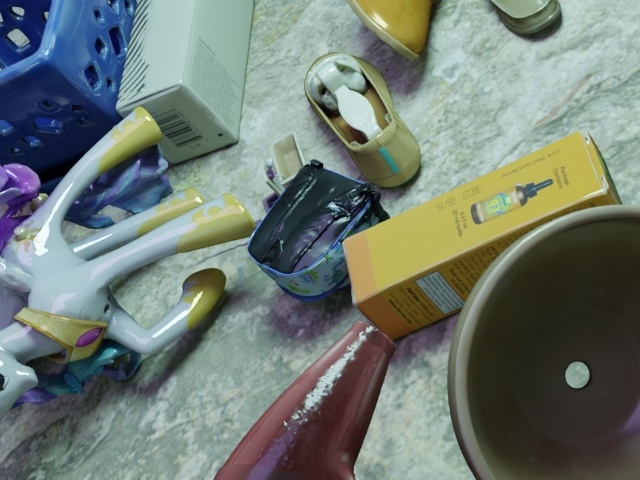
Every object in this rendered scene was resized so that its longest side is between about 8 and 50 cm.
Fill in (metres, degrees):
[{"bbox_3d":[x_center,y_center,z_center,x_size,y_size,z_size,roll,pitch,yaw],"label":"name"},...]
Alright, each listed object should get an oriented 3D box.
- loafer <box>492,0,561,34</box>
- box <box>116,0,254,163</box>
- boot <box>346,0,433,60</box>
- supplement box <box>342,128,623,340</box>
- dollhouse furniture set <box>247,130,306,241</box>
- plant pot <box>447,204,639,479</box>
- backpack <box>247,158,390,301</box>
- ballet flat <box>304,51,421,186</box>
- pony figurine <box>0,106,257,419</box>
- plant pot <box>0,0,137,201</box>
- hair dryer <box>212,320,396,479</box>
[{"bbox_3d":[0.187,-0.256,1.236,0.056,0.050,0.148,-39,42,5],"label":"loafer"},{"bbox_3d":[-0.148,-0.231,1.418,0.094,0.113,0.275,-18,47,26],"label":"box"},{"bbox_3d":[0.117,-0.332,1.286,0.211,0.104,0.295,-41,33,24],"label":"boot"},{"bbox_3d":[0.139,-0.002,1.053,0.233,0.080,0.078,-26,46,19],"label":"supplement box"},{"bbox_3d":[-0.056,-0.070,1.244,0.091,0.081,0.114,-30,44,13],"label":"dollhouse furniture set"},{"bbox_3d":[0.196,0.097,0.871,0.237,0.237,0.110,-51,4,-8],"label":"plant pot"},{"bbox_3d":[0.000,0.000,1.146,0.114,0.084,0.105,-49,44,-13],"label":"backpack"},{"bbox_3d":[0.033,-0.142,1.242,0.080,0.073,0.232,-39,43,4],"label":"ballet flat"},{"bbox_3d":[-0.284,0.025,1.234,0.363,0.303,0.351,-35,50,-14],"label":"pony figurine"},{"bbox_3d":[-0.313,-0.188,1.426,0.236,0.212,0.236,-18,48,26],"label":"plant pot"},{"bbox_3d":[0.031,0.196,0.854,0.224,0.080,0.293,-7,65,0],"label":"hair dryer"}]
